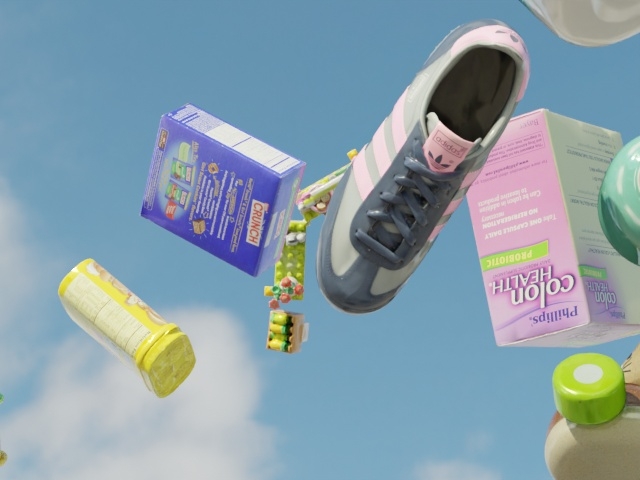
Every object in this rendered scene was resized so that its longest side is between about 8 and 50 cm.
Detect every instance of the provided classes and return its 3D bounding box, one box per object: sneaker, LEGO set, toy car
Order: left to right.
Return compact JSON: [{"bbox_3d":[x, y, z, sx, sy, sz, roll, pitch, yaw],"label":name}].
[{"bbox_3d":[0.000,0.000,1.725,0.132,0.107,0.287,38,-86,-4],"label":"LEGO set"},{"bbox_3d":[0.092,-0.068,1.404,0.112,0.131,0.319,27,-86,-6],"label":"sneaker"},{"bbox_3d":[0.252,0.114,1.140,0.149,0.188,0.155,-1,-54,15],"label":"toy car"}]

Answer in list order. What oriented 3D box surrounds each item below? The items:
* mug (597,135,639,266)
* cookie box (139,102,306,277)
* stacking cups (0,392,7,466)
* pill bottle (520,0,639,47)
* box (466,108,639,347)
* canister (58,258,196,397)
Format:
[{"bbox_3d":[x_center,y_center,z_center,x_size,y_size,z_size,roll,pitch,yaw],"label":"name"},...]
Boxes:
[{"bbox_3d":[0.348,-0.032,1.470,0.129,0.157,0.097,-24,-16,-4],"label":"mug"},{"bbox_3d":[-0.073,-0.037,1.108,0.107,0.040,0.092,29,-57,18],"label":"cookie box"},{"bbox_3d":[-0.366,0.069,1.472,0.096,0.096,0.316,-1,-81,2],"label":"stacking cups"},{"bbox_3d":[0.149,-0.267,1.067,0.146,0.264,0.146,-24,-37,-20],"label":"pill bottle"},{"bbox_3d":[0.275,-0.006,1.703,0.117,0.243,0.213,-19,-13,32],"label":"box"},{"bbox_3d":[-0.247,0.110,1.902,0.170,0.073,0.126,38,-18,20],"label":"canister"}]
